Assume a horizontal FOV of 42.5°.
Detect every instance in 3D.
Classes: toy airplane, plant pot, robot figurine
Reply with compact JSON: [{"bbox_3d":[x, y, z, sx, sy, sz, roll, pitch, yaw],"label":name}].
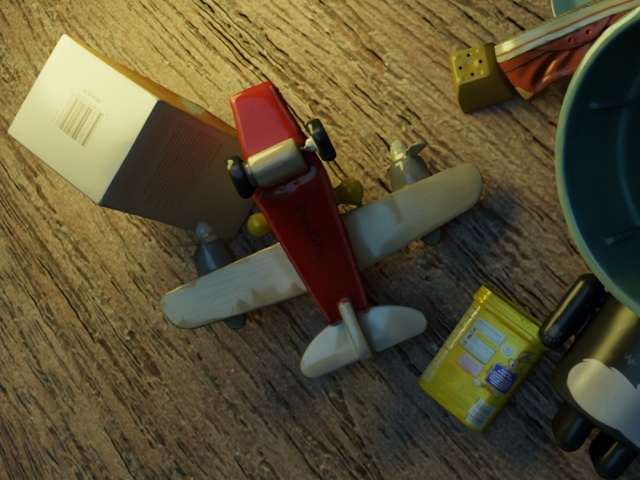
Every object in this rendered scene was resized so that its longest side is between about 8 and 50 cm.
[{"bbox_3d":[0.000,0.000,1.206,0.386,0.272,0.385,19,103,-10],"label":"toy airplane"},{"bbox_3d":[0.490,-0.096,0.864,0.341,0.334,0.341,28,124,51],"label":"plant pot"},{"bbox_3d":[0.229,-0.244,1.204,0.081,0.083,0.081,-14,76,23],"label":"plant pot"},{"bbox_3d":[0.400,0.156,1.020,0.278,0.209,0.173,-57,29,8],"label":"robot figurine"}]

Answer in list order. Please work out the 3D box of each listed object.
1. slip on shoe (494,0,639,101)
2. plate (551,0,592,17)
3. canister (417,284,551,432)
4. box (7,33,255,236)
[{"bbox_3d":[0.403,-0.279,1.097,0.331,0.123,0.101,-20,101,19],"label":"slip on shoe"},{"bbox_3d":[0.423,-0.354,1.164,0.188,0.024,0.188,-4,80,24],"label":"plate"},{"bbox_3d":[0.229,0.166,1.149,0.126,0.073,0.170,38,100,25],"label":"canister"},{"bbox_3d":[-0.255,-0.143,1.267,0.215,0.345,0.168,35,97,25],"label":"box"}]
